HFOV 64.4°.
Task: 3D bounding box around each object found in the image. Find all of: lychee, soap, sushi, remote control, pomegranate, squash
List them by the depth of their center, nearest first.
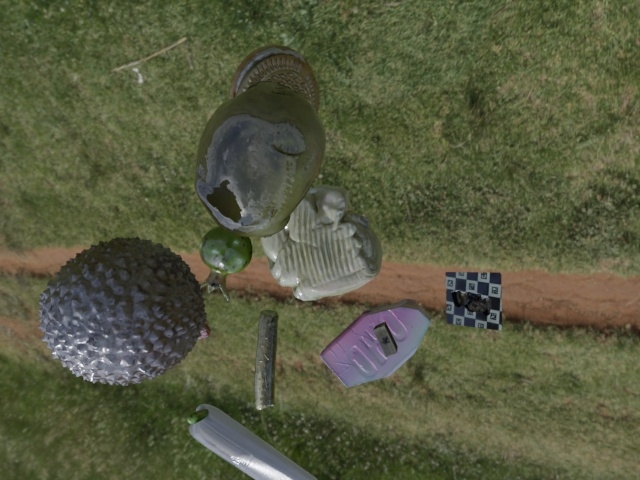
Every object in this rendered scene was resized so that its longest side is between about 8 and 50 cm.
[{"bbox_3d":[-0.361,0.128,0.952,0.300,0.300,0.300,18,135,19],"label":"lychee"},{"bbox_3d":[-0.262,0.375,1.084,0.027,0.027,0.089,24,172,12],"label":"squash"},{"bbox_3d":[-0.161,0.486,1.133,0.313,0.055,0.109,31,122,10],"label":"remote control"},{"bbox_3d":[-0.268,0.058,1.445,0.156,0.156,0.220,10,105,25],"label":"pomegranate"},{"bbox_3d":[0.179,0.305,1.545,0.324,0.109,0.193,-44,82,8],"label":"soap"},{"bbox_3d":[0.538,0.201,1.753,0.215,0.050,0.192,-1,91,47],"label":"sushi"}]

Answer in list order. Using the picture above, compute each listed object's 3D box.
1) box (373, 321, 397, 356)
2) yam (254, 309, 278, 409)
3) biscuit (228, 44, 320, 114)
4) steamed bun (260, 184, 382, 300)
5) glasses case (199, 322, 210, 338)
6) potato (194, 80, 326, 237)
[{"bbox_3d":[0.173,0.262,1.346,0.035,0.083,0.079,-26,84,9],"label":"box"},{"bbox_3d":[-0.198,0.436,1.833,0.083,0.083,0.371,9,103,27],"label":"yam"},{"bbox_3d":[-0.105,-0.336,1.231,0.079,0.259,0.259,32,145,43],"label":"biscuit"},{"bbox_3d":[0.000,0.000,1.578,0.352,0.247,0.339,-17,94,7],"label":"steamed bun"},{"bbox_3d":[-0.442,0.275,1.588,0.194,0.049,0.073,-3,135,6],"label":"glasses case"},{"bbox_3d":[-0.132,-0.166,1.060,0.243,0.221,0.326,22,104,-34],"label":"potato"}]
